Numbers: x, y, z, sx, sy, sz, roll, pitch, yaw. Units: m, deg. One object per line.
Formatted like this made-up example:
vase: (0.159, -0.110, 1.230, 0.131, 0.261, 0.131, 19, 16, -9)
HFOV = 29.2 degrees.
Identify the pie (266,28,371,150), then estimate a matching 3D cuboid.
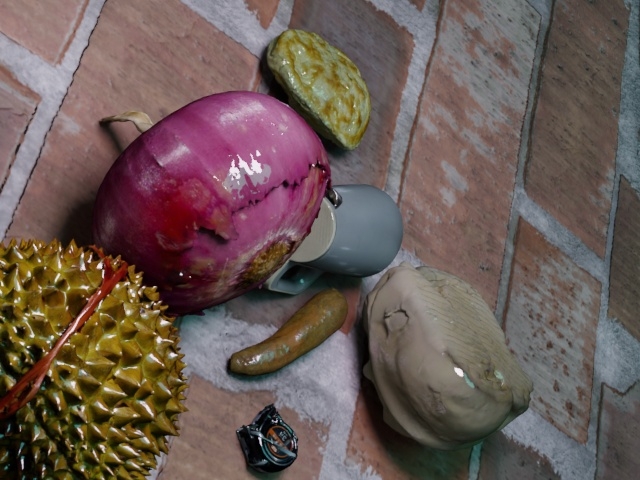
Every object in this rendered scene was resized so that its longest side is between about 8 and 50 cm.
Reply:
pie: (-0.002, -0.271, 2.178, 0.248, 0.090, 0.201, 45, 37, -24)

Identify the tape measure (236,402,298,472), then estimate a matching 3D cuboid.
tape measure: (-0.079, 0.312, 1.899, 0.091, 0.054, 0.094, -33, 93, -45)

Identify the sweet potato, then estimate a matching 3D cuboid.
sweet potato: (-0.043, 0.156, 1.989, 0.273, 0.075, 0.075, -34, 100, -42)

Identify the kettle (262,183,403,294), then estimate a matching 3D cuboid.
kettle: (0.000, 0.000, 2.004, 0.160, 0.210, 0.243, 48, 18, 18)

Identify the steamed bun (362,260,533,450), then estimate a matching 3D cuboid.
steamed bun: (0.187, 0.213, 2.098, 0.310, 0.219, 0.324, 10, 42, -58)

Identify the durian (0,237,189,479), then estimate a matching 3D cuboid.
durian: (-0.335, 0.169, 1.523, 0.347, 0.347, 0.384, -56, 146, -41)

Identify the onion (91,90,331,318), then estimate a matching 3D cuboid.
onion: (-0.167, -0.070, 1.746, 0.345, 0.358, 0.358, 55, 45, -7)
